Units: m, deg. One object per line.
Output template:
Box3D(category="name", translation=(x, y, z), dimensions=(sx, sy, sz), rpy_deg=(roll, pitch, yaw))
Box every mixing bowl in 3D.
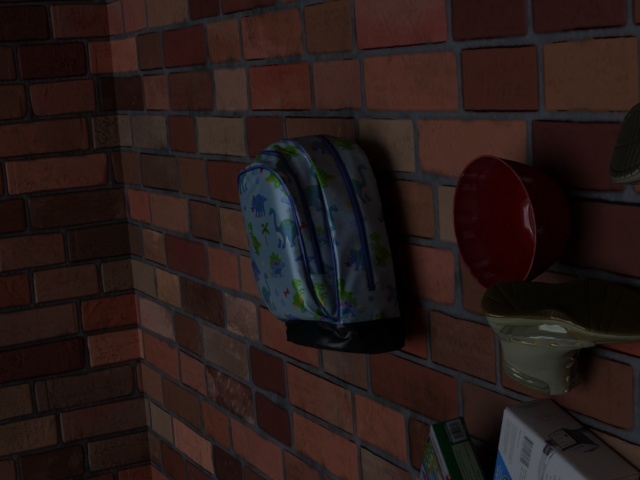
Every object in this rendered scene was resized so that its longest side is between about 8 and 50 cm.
Box3D(category="mixing bowl", translation=(0.261, -0.025, 1.497), dimensions=(0.181, 0.098, 0.181), rpy_deg=(25, 119, 59))

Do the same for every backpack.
Box3D(category="backpack", translation=(0.000, 0.000, 1.901), dimensions=(0.290, 0.273, 0.355), rpy_deg=(180, 95, -70))

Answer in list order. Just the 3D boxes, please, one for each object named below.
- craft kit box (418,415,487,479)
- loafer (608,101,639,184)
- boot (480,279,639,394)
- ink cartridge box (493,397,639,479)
Box3D(category="craft kit box", translation=(0.212, 0.418, 1.677), dimensions=(0.246, 0.061, 0.249), rpy_deg=(85, 168, -58))
Box3D(category="loafer", translation=(0.394, -0.102, 1.219), dimensions=(0.268, 0.092, 0.101), rpy_deg=(161, 127, -78))
Box3D(category="boot", translation=(0.318, 0.128, 1.437), dimensions=(0.213, 0.077, 0.165), rpy_deg=(3, 139, 25))
Box3D(category="ink cartridge box", translation=(0.316, 0.317, 1.506), dimensions=(0.191, 0.082, 0.139), rpy_deg=(39, 132, 52))
